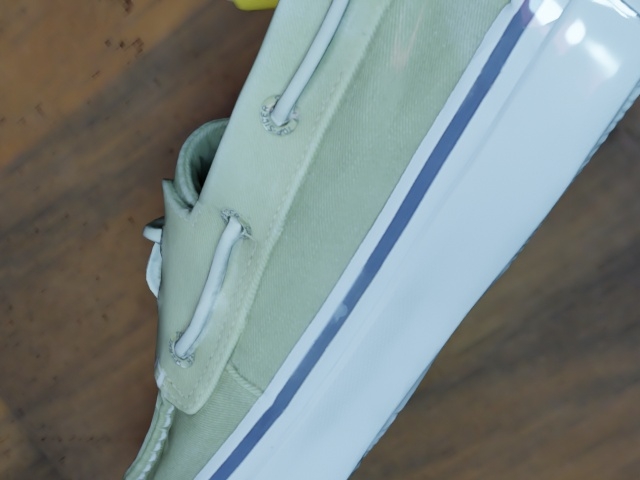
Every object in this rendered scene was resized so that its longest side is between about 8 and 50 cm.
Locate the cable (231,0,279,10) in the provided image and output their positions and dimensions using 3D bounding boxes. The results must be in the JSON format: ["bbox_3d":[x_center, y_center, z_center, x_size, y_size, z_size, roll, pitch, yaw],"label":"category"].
[{"bbox_3d":[0.088,-0.106,0.549,0.287,0.072,0.139,15,103,1],"label":"cable"}]

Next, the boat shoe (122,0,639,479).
[{"bbox_3d":[0.000,0.000,0.566,0.094,0.109,0.302,36,130,3],"label":"boat shoe"}]
